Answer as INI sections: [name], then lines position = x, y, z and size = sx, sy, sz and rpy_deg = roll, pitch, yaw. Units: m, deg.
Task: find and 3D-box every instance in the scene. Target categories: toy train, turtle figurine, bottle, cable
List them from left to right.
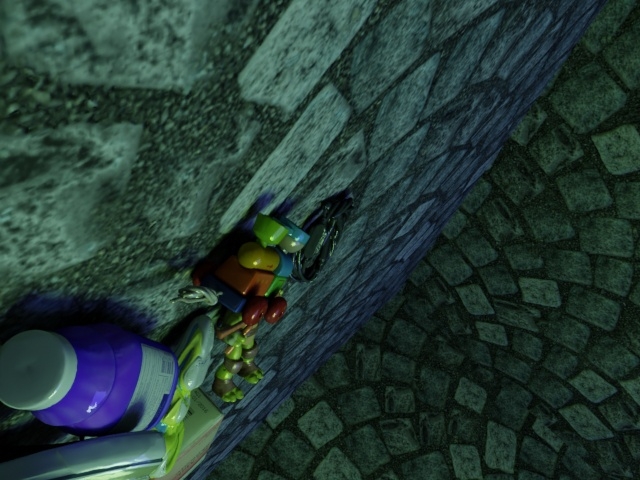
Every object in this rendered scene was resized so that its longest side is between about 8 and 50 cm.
[bottle]
position = -0.239, 0.150, 0.593
size = 0.283, 0.092, 0.118
rpy_deg = 79, 25, -73
[turtle figurine]
position = -0.135, 0.156, 0.918
size = 0.269, 0.087, 0.217
rpy_deg = -56, 159, -67
[toy train]
position = -0.093, 0.026, 0.716
size = 0.143, 0.105, 0.248
rpy_deg = -58, 165, 1
[cable]
position = 0.000, 0.000, 1.001
size = 0.150, 0.047, 0.184
rpy_deg = -38, 155, -60

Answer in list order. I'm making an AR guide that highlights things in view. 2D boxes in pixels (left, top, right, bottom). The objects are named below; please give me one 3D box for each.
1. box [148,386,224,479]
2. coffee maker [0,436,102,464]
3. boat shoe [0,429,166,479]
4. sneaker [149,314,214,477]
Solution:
[box]
position = -0.280, 0.351, 0.966
size = 0.148, 0.127, 0.232
rpy_deg = -36, 161, -39
[coffee maker]
position = -0.336, 0.301, 0.673
size = 0.178, 0.171, 0.120
rpy_deg = 20, 92, -53
[boat shoe]
position = -0.300, 0.265, 0.533
size = 0.302, 0.094, 0.109
rpy_deg = -10, 163, -25
[sneaker]
position = -0.245, 0.213, 0.808
size = 0.091, 0.126, 0.240
rpy_deg = 99, 7, -67
